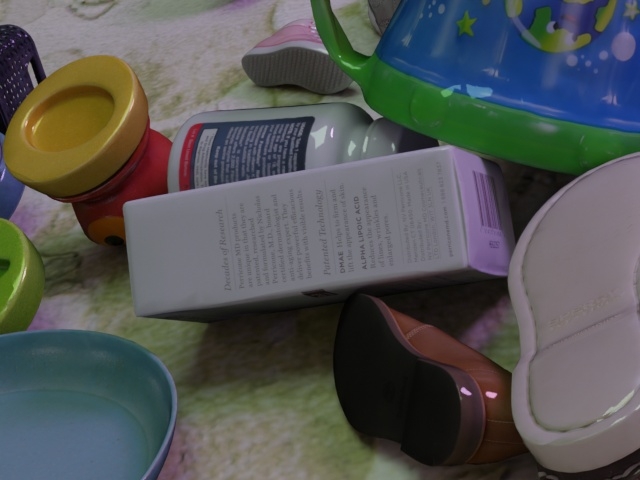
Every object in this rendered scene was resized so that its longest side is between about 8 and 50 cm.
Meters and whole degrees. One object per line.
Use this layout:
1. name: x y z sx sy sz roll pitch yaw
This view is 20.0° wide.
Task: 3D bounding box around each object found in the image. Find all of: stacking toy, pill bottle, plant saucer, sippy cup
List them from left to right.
1. plant saucer: -0.235 0.157 1.127 0.318 0.043 0.317 -14 26 7
2. stacking toy: -0.260 0.009 1.422 0.309 0.130 0.279 -1 56 36
3. pill bottle: -0.009 -0.045 1.318 0.180 0.108 0.108 -2 30 28
4. sippy cup: 0.165 -0.177 1.246 0.306 0.224 0.240 6 15 -25

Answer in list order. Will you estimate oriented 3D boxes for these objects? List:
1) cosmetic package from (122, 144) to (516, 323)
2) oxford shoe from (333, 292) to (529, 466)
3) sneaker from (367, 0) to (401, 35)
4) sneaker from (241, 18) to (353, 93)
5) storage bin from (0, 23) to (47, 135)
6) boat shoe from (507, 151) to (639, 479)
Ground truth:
1. cosmetic package: 0.000 0.000 1.193 0.231 0.085 0.117 -11 -8 21
2. oxford shoe: 0.065 0.086 1.081 0.076 0.076 0.212 6 13 -24
3. sneaker: 0.090 -0.235 1.621 0.105 0.115 0.281 -16 26 2
4. sneaker: -0.005 -0.169 1.621 0.134 0.051 0.070 8 40 48
5. storage bin: -0.337 -0.115 1.633 0.180 0.122 0.084 -5 28 24
6. boat shoe: 0.176 0.053 1.027 0.117 0.096 0.324 -25 21 20
